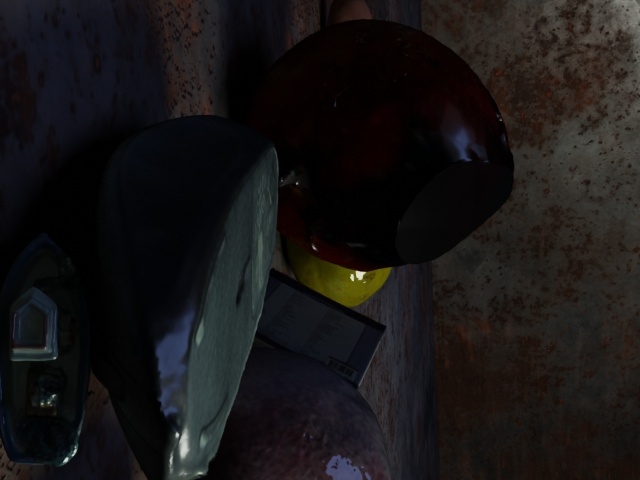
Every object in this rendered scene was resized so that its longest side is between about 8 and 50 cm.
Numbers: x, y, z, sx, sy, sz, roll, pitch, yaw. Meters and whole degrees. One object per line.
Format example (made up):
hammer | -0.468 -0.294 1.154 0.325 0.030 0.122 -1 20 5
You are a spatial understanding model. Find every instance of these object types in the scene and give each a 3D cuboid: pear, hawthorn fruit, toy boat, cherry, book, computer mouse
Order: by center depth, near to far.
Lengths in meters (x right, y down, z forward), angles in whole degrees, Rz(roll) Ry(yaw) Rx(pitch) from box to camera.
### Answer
toy boat | -0.168 0.065 0.647 0.066 0.059 0.140 117 -27 -81
computer mouse | -0.109 0.028 0.786 0.374 0.114 0.203 -76 169 -65
cherry | -0.034 0.199 0.984 0.213 0.183 0.266 49 -4 46
book | -0.015 0.100 1.190 0.026 0.157 0.231 -63 175 15
hawthorn fruit | 0.065 -0.100 1.197 0.316 0.315 0.316 1 90 -78
pear | 0.027 0.006 1.396 0.149 0.148 0.162 -71 155 -56

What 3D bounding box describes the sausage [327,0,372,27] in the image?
sausage | 0.043 -0.170 1.618 0.088 0.087 0.433 -24 113 -77
